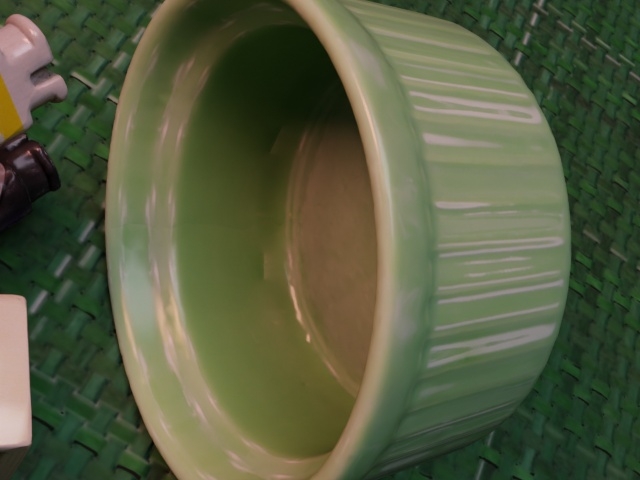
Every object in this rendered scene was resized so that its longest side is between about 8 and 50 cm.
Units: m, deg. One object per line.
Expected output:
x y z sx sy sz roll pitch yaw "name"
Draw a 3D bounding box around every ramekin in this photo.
0.000 0.000 0.557 0.148 0.303 0.304 -3 67 -35 "ramekin"

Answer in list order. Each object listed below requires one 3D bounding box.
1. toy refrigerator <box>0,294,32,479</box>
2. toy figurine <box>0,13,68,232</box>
-0.293 0.088 0.479 0.269 0.102 0.094 1 65 -27 "toy refrigerator"
-0.255 -0.086 0.523 0.148 0.213 0.210 -36 87 -26 "toy figurine"
